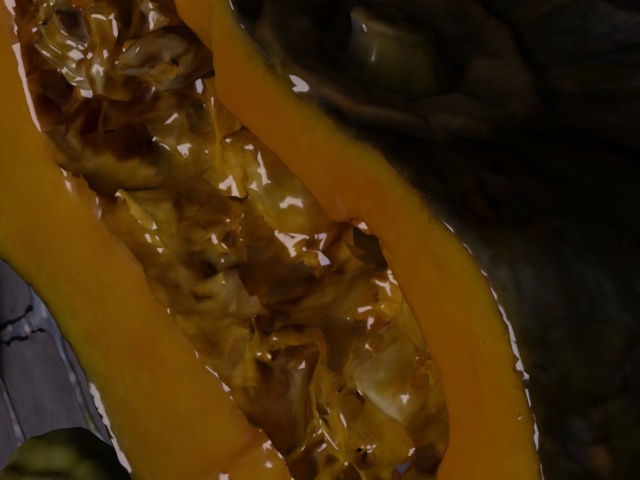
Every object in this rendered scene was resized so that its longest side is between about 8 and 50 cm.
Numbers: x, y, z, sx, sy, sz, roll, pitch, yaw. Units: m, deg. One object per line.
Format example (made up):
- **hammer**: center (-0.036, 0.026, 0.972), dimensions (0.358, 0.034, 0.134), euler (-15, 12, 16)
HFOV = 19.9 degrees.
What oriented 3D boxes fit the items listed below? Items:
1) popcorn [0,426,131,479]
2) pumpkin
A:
- **popcorn**: center (-0.062, 0.141, 0.692), dimensions (0.173, 0.173, 0.142), euler (43, 130, 33)
- **pumpkin**: center (0.000, 0.000, 0.537), dimensions (0.317, 0.139, 0.222), euler (53, 140, 20)
